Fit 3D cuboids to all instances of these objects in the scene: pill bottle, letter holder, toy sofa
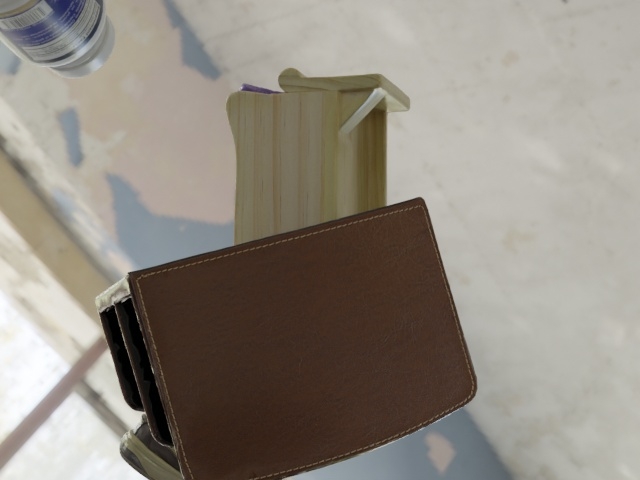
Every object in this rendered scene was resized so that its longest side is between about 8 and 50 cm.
[{"bbox_3d":[-0.276,-0.236,1.253,0.112,0.112,0.186,32,-7,20],"label":"pill bottle"},{"bbox_3d":[-0.029,0.107,1.210,0.152,0.302,0.214,-27,-101,66],"label":"letter holder"},{"bbox_3d":[0.000,0.000,1.411,0.177,0.362,0.150,-1,-5,18],"label":"toy sofa"}]

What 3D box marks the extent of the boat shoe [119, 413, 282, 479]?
[{"bbox_3d":[-0.119,0.336,1.789,0.355,0.130,0.132,30,-3,15],"label":"boat shoe"}]
